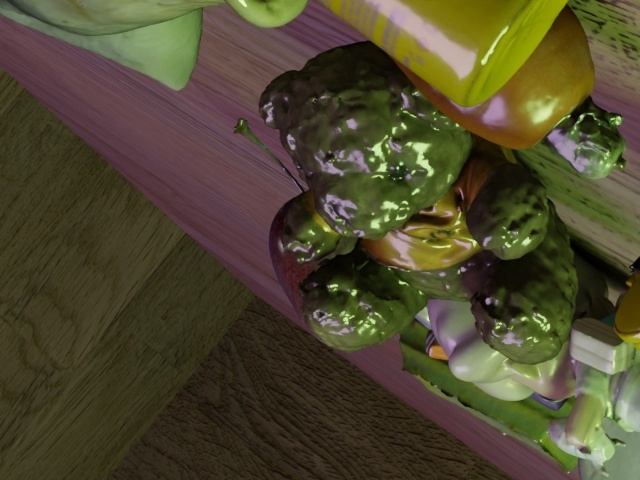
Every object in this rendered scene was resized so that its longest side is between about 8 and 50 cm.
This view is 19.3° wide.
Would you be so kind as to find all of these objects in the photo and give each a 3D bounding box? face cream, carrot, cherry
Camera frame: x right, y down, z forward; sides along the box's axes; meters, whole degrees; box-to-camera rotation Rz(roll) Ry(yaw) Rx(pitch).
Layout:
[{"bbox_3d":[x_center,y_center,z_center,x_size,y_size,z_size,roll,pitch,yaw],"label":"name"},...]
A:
[{"bbox_3d":[-0.029,-0.159,0.706,0.273,0.078,0.078,38,174,11],"label":"face cream"},{"bbox_3d":[0.001,-0.145,0.767,0.336,0.069,0.069,44,175,5],"label":"carrot"},{"bbox_3d":[-0.003,0.006,1.564,0.115,0.148,0.188,-1,147,39],"label":"cherry"}]

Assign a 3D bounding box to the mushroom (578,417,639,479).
[{"bbox_3d":[0.279,0.185,1.421,0.270,0.103,0.118,30,-171,-49],"label":"mushroom"}]

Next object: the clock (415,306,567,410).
[{"bbox_3d":[0.116,0.047,1.461,0.172,0.064,0.198,43,173,-35],"label":"clock"}]

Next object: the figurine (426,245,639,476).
[{"bbox_3d":[0.144,0.059,1.164,0.229,0.137,0.112,29,138,39],"label":"figurine"}]

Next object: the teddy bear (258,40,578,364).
[{"bbox_3d":[0.051,-0.030,1.049,0.177,0.140,0.190,1,142,35],"label":"teddy bear"}]

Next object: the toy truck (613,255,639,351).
[{"bbox_3d":[0.237,0.080,0.826,0.227,0.098,0.114,42,177,-11],"label":"toy truck"}]

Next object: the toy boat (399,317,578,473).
[{"bbox_3d":[0.162,0.132,1.750,0.276,0.084,0.111,33,174,37],"label":"toy boat"}]

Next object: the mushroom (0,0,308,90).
[{"bbox_3d":[-0.107,-0.160,0.983,0.177,0.126,0.397,30,176,-11],"label":"mushroom"}]
